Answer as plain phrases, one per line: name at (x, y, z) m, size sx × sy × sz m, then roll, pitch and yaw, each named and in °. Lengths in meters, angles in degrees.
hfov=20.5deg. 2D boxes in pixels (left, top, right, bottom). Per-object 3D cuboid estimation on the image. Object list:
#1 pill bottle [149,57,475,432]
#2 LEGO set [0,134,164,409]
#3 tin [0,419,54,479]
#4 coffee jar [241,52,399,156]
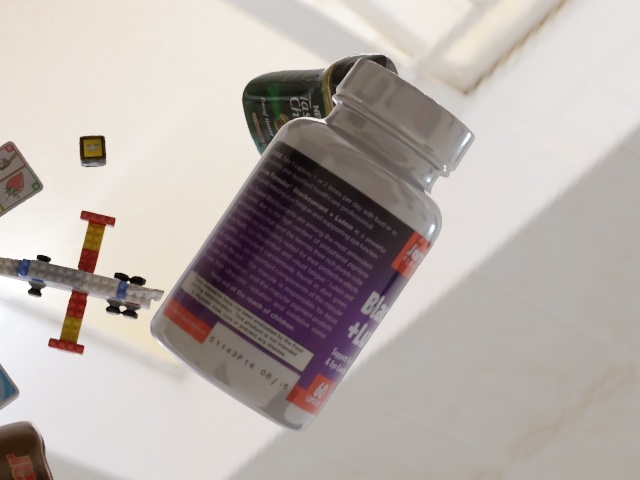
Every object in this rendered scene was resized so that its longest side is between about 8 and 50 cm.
pill bottle at (0.000, 0.000, 0.986) m, size 0.193 × 0.108 × 0.108 m, roll -56°, pitch -146°, yaw 0°
LEGO set at (-0.243, 0.019, 1.369) m, size 0.244 × 0.182 × 0.060 m, roll -34°, pitch 173°, yaw -14°
tin at (-0.118, 0.150, 0.729) m, size 0.189 × 0.040 × 0.106 m, roll 98°, pitch -25°, yaw -52°
coffee jar at (0.006, -0.133, 1.788) m, size 0.184 × 0.079 × 0.096 m, roll -6°, pitch -75°, yaw 50°
